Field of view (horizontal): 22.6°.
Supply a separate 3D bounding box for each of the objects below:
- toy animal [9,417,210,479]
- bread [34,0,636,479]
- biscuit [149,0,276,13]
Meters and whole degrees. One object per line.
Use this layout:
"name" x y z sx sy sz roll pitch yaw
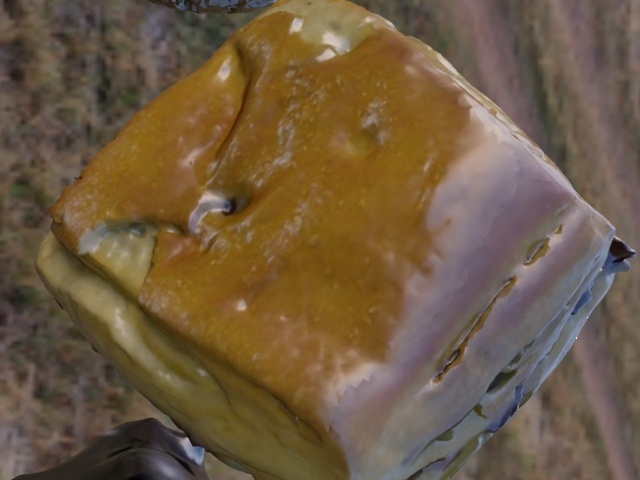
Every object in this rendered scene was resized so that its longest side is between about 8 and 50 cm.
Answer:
"toy animal" -0.083 0.210 0.706 0.267 0.213 0.212 -150 -121 -75
"bread" 0.000 0.000 0.721 0.210 0.235 0.099 -45 147 -10
"biscuit" -0.097 -0.266 1.361 0.042 0.226 0.226 99 9 -47
